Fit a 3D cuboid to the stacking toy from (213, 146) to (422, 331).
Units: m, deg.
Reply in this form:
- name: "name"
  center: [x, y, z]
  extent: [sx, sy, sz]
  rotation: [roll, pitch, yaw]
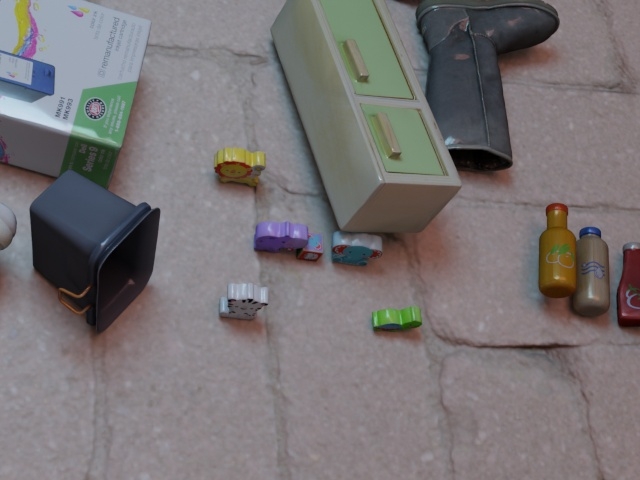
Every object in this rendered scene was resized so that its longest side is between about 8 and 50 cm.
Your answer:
- name: "stacking toy"
  center: [0.000, 0.000, 1.110]
  extent: [0.221, 0.052, 0.167]
  rotation: [7, 62, -19]

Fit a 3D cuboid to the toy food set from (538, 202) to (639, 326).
- name: "toy food set"
  center: [0.354, 0.023, 1.192]
  extent: [0.232, 0.111, 0.104]
  rotation: [-1, 60, 13]

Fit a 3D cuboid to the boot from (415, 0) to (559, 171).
- name: "boot"
  center: [0.198, -0.179, 1.264]
  extent: [0.190, 0.076, 0.208]
  rotation: [-3, 58, -7]

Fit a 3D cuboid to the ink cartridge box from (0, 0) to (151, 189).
- name: "ink cartridge box"
  center: [-0.283, -0.157, 1.055]
  extent: [0.212, 0.093, 0.154]
  rotation: [15, 61, -12]

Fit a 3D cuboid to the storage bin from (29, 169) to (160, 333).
- name: "storage bin"
  center: [-0.210, 0.009, 0.984]
  extent: [0.091, 0.135, 0.098]
  rotation: [33, 57, 10]

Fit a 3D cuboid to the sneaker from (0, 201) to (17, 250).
- name: "sneaker"
  center: [-0.401, 0.018, 0.922]
  extent: [0.292, 0.110, 0.118]
  rotation: [-6, 75, -15]

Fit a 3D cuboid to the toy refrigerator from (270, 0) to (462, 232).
- name: "toy refrigerator"
  center: [0.044, -0.144, 1.146]
  extent: [0.102, 0.094, 0.269]
  rotation: [1, 56, -32]
